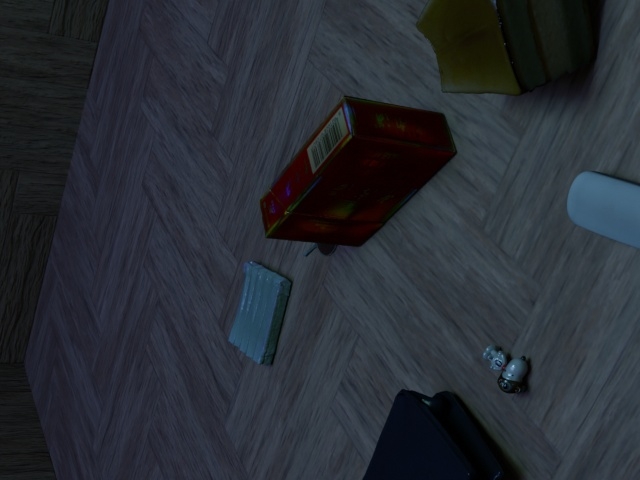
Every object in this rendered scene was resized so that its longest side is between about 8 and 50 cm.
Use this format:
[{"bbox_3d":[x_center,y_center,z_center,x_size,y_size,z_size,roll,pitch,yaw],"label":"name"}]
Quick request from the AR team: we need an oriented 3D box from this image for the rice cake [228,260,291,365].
[{"bbox_3d":[-0.132,0.151,2.042,0.189,0.037,0.198,24,106,57],"label":"rice cake"}]

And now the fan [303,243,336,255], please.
[{"bbox_3d":[0.000,0.000,1.872,0.133,0.005,0.085,-43,52,47],"label":"fan"}]

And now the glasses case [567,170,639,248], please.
[{"bbox_3d":[0.383,-0.035,1.195,0.197,0.049,0.076,28,111,57],"label":"glasses case"}]

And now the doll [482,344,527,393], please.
[{"bbox_3d":[0.263,0.186,1.381,0.085,0.040,0.058,17,88,54],"label":"doll"}]

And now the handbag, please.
[{"bbox_3d":[0.161,0.418,1.449,0.269,0.118,0.326,-124,46,-55],"label":"handbag"}]

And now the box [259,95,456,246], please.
[{"bbox_3d":[0.053,-0.104,1.611,0.313,0.197,0.089,-46,49,47],"label":"box"}]

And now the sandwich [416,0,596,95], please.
[{"bbox_3d":[0.234,-0.327,1.306,0.198,0.155,0.228,18,129,58],"label":"sandwich"}]
